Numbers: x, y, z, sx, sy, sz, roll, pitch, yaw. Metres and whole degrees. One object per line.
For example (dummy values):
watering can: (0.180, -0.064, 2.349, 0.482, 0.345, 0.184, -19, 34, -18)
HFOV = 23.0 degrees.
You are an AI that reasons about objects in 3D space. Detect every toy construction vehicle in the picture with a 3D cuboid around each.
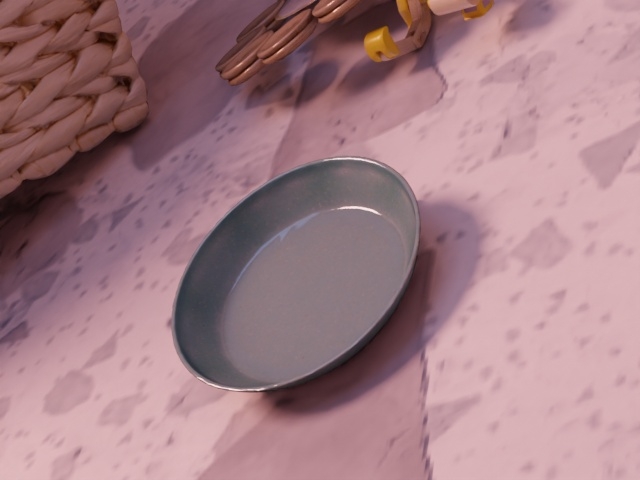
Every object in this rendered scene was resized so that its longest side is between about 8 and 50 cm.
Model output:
toy construction vehicle: (0.072, -0.127, 0.776, 0.086, 0.035, 0.098, -12, 30, 39)

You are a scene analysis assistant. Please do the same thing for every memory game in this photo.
memory game: (0.015, -0.145, 0.842, 0.186, 0.012, 0.186, -39, 14, 12)

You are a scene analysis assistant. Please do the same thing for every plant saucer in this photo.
plant saucer: (-0.007, 0.017, 0.654, 0.119, 0.021, 0.119, -21, 43, 21)

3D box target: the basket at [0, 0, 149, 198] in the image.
basket: (-0.323, -0.134, 0.931, 0.328, 0.266, 0.331, -33, 24, -25)

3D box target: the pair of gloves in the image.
pair of gloves: (0.000, 0.000, 0.698, 0.074, 0.010, 0.083, -46, 30, -12)
